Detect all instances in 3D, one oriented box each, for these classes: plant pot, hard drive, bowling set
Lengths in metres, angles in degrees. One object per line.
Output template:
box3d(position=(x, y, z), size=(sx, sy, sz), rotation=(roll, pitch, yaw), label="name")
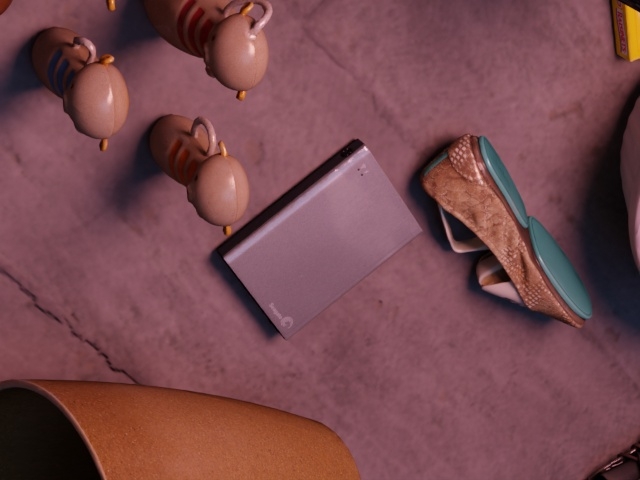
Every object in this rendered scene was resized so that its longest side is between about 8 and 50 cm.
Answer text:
box3d(position=(-0.099, 0.204, 1.262), size=(0.254, 0.237, 0.237), rotation=(-4, 116, -39), label="plant pot")
box3d(position=(0.000, 0.000, 1.316), size=(0.135, 0.022, 0.094), rotation=(-38, 124, -4), label="hard drive")
box3d(position=(-0.133, -0.133, 1.109), size=(0.199, 0.154, 0.287), rotation=(-9, 116, -22), label="bowling set")

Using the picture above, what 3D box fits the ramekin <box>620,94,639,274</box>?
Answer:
box3d(position=(0.358, -0.054, 1.365), size=(0.272, 0.127, 0.273), rotation=(-4, 122, -6), label="ramekin")

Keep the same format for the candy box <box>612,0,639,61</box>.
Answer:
box3d(position=(0.317, -0.219, 1.361), size=(0.206, 0.027, 0.105), rotation=(-22, 125, -15), label="candy box")

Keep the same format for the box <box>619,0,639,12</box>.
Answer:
box3d(position=(0.164, -0.228, 1.137), size=(0.216, 0.270, 0.060), rotation=(37, 96, -33), label="box")

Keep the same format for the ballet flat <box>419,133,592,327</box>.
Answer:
box3d(position=(0.141, 0.000, 1.368), size=(0.067, 0.073, 0.206), rotation=(-24, 123, 19), label="ballet flat")

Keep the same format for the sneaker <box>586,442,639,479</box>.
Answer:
box3d(position=(0.312, 0.182, 1.515), size=(0.118, 0.083, 0.222), rotation=(12, 109, -29), label="sneaker")
